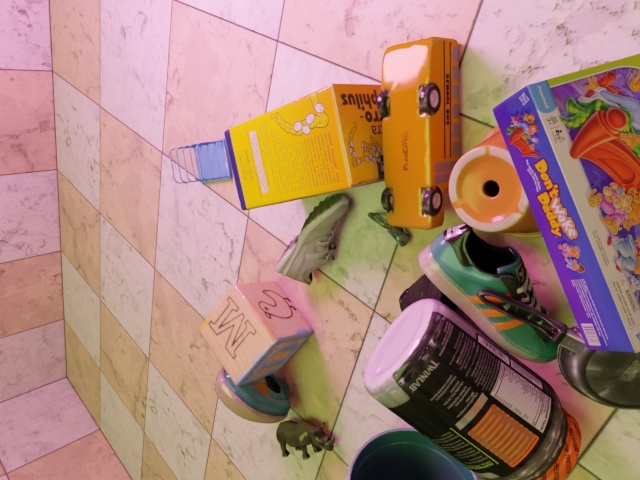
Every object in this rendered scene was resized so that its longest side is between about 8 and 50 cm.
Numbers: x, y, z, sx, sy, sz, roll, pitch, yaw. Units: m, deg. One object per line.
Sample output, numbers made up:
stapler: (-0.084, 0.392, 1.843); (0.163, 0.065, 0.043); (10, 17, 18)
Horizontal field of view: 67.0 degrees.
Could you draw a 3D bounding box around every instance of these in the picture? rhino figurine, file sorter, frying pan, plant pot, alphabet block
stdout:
rhino figurine: (-0.044, 0.577, 1.412); (0.243, 0.073, 0.106); (-22, 89, 45)
file sorter: (-0.366, -0.235, 1.462); (0.170, 0.105, 0.118); (2, 103, 45)
frying pan: (0.425, 0.144, 0.733); (0.326, 0.053, 0.197); (42, 120, -6)
plant pot: (0.196, 0.606, 1.064); (0.272, 0.272, 0.255); (30, 137, 36)
plant pot: (0.307, -0.092, 0.770); (0.205, 0.188, 0.204); (16, 113, 41)
alphabet block: (-0.176, 0.248, 1.328); (0.193, 0.192, 0.197); (-49, 67, 18)

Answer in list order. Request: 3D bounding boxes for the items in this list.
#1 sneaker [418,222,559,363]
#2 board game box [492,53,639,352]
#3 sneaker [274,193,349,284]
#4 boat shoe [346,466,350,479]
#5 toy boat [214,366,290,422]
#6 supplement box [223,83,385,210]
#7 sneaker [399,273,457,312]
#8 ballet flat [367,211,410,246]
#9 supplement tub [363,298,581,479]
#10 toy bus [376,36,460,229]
sneaker: (0.317, 0.089, 0.821); (0.302, 0.108, 0.121); (39, 129, -4)
board game box: (0.406, -0.059, 0.644); (0.078, 0.234, 0.346); (148, 102, -73)
sneaker: (0.000, 0.000, 1.198); (0.115, 0.105, 0.281); (33, 127, -7)
boat shoe: (0.097, 0.648, 1.263); (0.099, 0.116, 0.319); (22, 122, 35)
toy boat: (-0.212, 0.386, 1.439); (0.148, 0.267, 0.318); (-45, 47, 9)
supplement box: (-0.018, -0.195, 1.061); (0.357, 0.194, 0.195); (-6, 98, 45)
sneaker: (0.222, 0.115, 0.986); (0.130, 0.109, 0.286); (31, 121, 43)
ballet flat: (0.154, -0.034, 1.057); (0.114, 0.041, 0.041); (45, 130, 26)
supplement tub: (0.263, 0.274, 0.849); (0.338, 0.207, 0.207); (38, 132, -3)
toy bus: (0.187, -0.193, 0.901); (0.108, 0.130, 0.332); (8, 108, 43)
